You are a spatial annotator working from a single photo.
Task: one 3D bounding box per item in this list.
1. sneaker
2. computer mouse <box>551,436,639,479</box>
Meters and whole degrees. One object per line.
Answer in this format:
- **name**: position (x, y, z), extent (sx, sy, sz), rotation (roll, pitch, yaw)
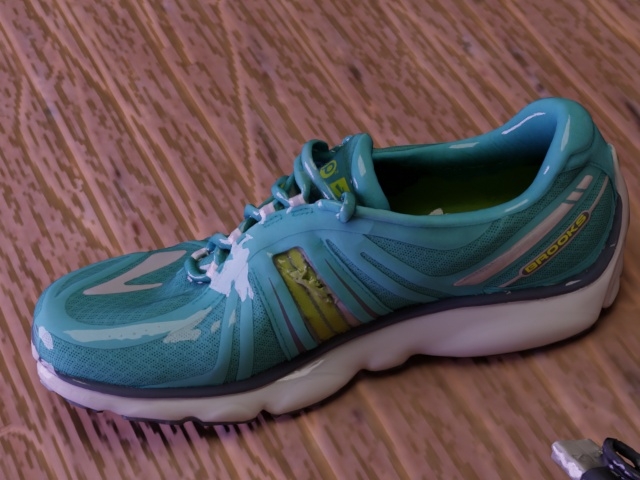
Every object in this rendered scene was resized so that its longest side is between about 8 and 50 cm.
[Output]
- **sneaker**: position (0.000, 0.000, 0.829), extent (0.275, 0.110, 0.107), rotation (-16, 42, -1)
- **computer mouse**: position (0.056, 0.175, 0.655), extent (0.272, 0.072, 0.188), rotation (-27, 45, -15)
